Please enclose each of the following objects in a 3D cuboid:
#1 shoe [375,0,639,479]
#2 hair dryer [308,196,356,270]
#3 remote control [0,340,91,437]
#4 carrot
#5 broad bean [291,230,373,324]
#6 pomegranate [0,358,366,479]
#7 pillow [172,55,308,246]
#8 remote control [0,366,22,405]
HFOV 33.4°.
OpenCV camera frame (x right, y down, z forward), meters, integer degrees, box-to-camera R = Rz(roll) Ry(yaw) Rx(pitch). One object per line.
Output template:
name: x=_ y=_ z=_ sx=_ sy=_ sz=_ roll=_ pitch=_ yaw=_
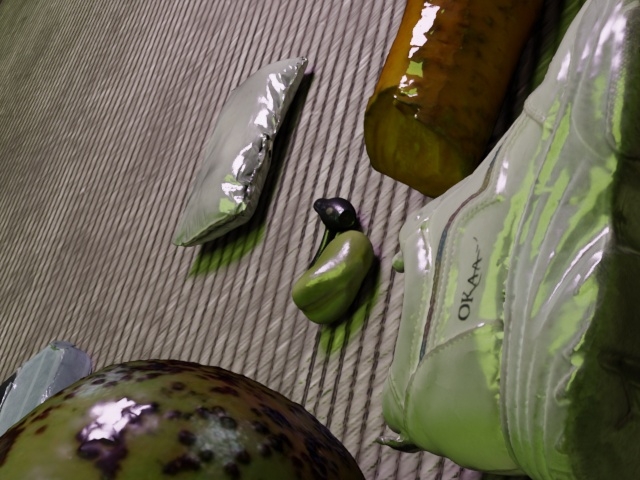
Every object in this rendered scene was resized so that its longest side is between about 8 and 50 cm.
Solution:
shoe: x=0.129 y=-0.015 z=0.642 sx=0.210 sy=0.132 sz=0.342 roll=-9 pitch=56 yaw=50
hair dryer: x=0.000 y=0.000 z=0.936 sx=0.083 sy=0.031 sz=0.079 roll=-65 pitch=18 yaw=0
remote control: x=-0.313 y=0.206 z=1.144 sx=0.104 sy=0.052 sz=0.247 roll=-29 pitch=31 yaw=26
carrot: x=0.121 y=-0.186 z=0.857 sx=0.114 sy=0.114 sz=0.302 roll=-5 pitch=57 yaw=55
broad bean: x=0.013 y=0.028 z=0.869 sx=0.083 sy=0.045 sz=0.063 roll=-54 pitch=16 yaw=-12
pomegranate: x=-0.050 y=0.221 z=0.585 sx=0.340 sy=0.285 sz=0.285 roll=26 pitch=81 yaw=28
pillow: x=-0.086 y=-0.098 z=1.135 sx=0.128 sy=0.051 sz=0.229 roll=-18 pitch=45 yaw=45
remote control: x=-0.361 y=0.239 z=1.225 sx=0.067 sy=0.029 sz=0.261 roll=-46 pitch=30 yaw=13
